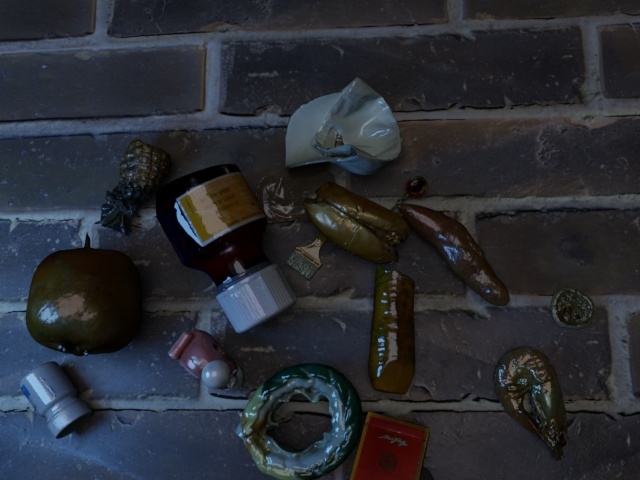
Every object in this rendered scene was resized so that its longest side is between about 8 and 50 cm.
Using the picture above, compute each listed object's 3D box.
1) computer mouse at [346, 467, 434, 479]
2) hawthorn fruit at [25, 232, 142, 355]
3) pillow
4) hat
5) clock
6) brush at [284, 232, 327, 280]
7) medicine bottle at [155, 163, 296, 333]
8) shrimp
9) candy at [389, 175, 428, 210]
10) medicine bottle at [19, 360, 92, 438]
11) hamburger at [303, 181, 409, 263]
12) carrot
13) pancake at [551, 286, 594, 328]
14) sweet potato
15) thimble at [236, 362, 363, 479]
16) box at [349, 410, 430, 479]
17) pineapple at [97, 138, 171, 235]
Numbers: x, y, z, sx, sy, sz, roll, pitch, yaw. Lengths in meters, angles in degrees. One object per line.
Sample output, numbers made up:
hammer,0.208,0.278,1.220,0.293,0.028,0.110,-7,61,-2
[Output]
computer mouse,0.155,0.596,1.452,0.232,0.057,0.120,-11,77,3
hawthorn fruit,-0.562,0.127,1.521,0.268,0.268,0.300,2,75,6
pillow,-0.067,-0.109,1.631,0.211,0.034,0.135,-2,81,6
hat,0.046,-0.246,1.609,0.301,0.168,0.257,-15,52,26
clock,-0.260,0.292,1.503,0.162,0.166,0.092,36,83,18
brush,0.000,0.000,1.614,0.083,0.011,0.205,36,83,12
medicine bottle,-0.225,0.026,1.526,0.243,0.242,0.395,-25,90,0
shrimp,0.501,0.383,1.465,0.145,0.061,0.267,-22,80,9
candy,0.199,-0.095,1.606,0.185,0.049,0.055,-42,71,4
medicine bottle,-0.653,0.391,1.545,0.105,0.105,0.168,-41,78,-4
hamburger,0.083,-0.039,1.529,0.283,0.156,0.144,28,97,-1
carrot,0.175,0.213,1.505,0.114,0.114,0.301,3,77,6
pancake,0.613,0.164,1.521,0.108,0.017,0.108,-1,82,8
sweet potato,0.336,0.018,1.539,0.354,0.095,0.106,45,41,10
thimble,-0.045,0.417,1.452,0.288,0.167,0.254,-14,77,1
box,0.149,0.524,1.415,0.153,0.074,0.239,10,60,17
pineapple,-0.489,-0.135,1.637,0.128,0.128,0.248,25,87,10
